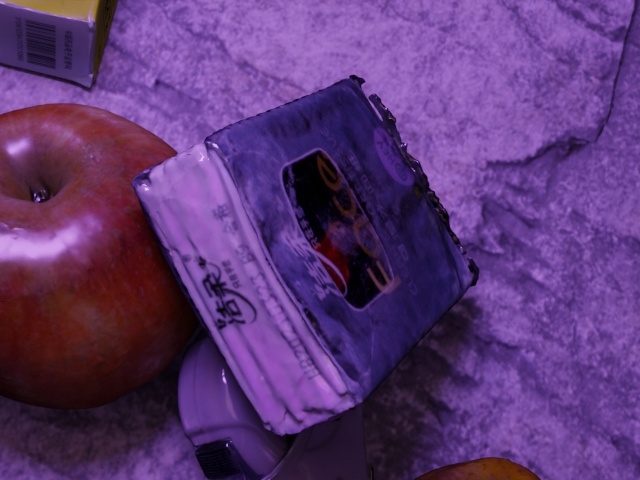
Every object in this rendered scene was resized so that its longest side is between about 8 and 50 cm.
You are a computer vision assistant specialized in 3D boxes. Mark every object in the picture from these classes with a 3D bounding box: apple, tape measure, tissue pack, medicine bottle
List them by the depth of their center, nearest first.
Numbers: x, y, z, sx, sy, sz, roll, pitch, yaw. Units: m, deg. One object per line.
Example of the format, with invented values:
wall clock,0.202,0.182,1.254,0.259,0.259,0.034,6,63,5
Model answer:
tissue pack,0.000,0.000,1.210,0.122,0.361,0.259,-30,91,25
apple,-0.240,0.026,1.226,0.302,0.301,0.301,4,71,-11
tape measure,-0.045,0.156,1.260,0.197,0.120,0.236,17,63,-42
medicine bottle,-0.274,-0.309,1.384,0.141,0.137,0.250,12,68,-7

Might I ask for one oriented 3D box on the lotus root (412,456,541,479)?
lotus root,0.107,0.326,1.225,0.193,0.193,0.291,39,71,3
